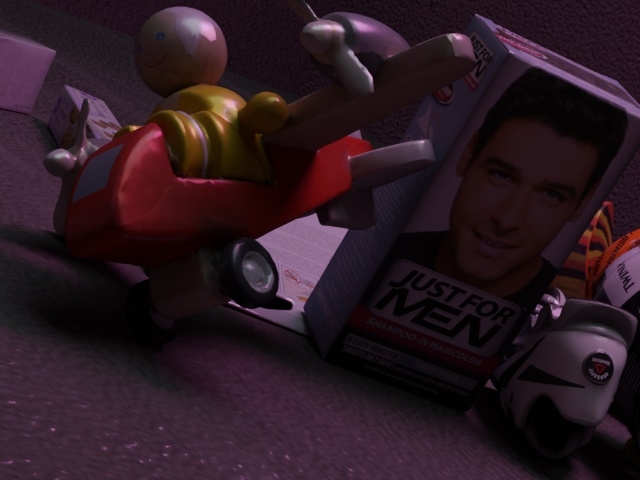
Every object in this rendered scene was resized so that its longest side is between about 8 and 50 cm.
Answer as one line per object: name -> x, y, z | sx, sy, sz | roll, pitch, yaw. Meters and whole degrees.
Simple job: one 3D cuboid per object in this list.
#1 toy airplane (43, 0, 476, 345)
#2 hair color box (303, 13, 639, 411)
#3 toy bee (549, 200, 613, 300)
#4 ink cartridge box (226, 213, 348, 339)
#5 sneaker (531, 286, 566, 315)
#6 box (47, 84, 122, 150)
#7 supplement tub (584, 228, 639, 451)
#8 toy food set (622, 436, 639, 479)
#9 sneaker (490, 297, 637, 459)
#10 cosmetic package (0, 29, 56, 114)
toy airplane -> -0.072, -0.096, 1.491 | 0.272, 0.386, 0.384 | 65, -9, -4
hair color box -> 0.157, -0.022, 1.662 | 0.185, 0.374, 0.113 | 22, 20, -23
toy bee -> 0.370, 0.099, 2.232 | 0.195, 0.298, 0.162 | -11, 24, 43
ink cartridge box -> -0.082, 0.026, 1.795 | 0.275, 0.060, 0.239 | 23, 34, -21
sneaker -> 0.300, 0.145, 2.125 | 0.162, 0.106, 0.281 | 48, -2, -5
box -> -0.295, -0.129, 2.064 | 0.063, 0.067, 0.324 | 22, 10, -21
supplement tub -> 0.417, 0.141, 1.750 | 0.207, 0.207, 0.338 | 21, 27, -26
toy food set -> 0.427, 0.247, 1.876 | 0.128, 0.071, 0.218 | 27, 9, 10
sneaker -> 0.239, 0.166, 1.737 | 0.122, 0.146, 0.330 | 14, -15, -3
cosmetic package -> -0.459, -0.236, 2.120 | 0.060, 0.099, 0.239 | 27, 8, 26
